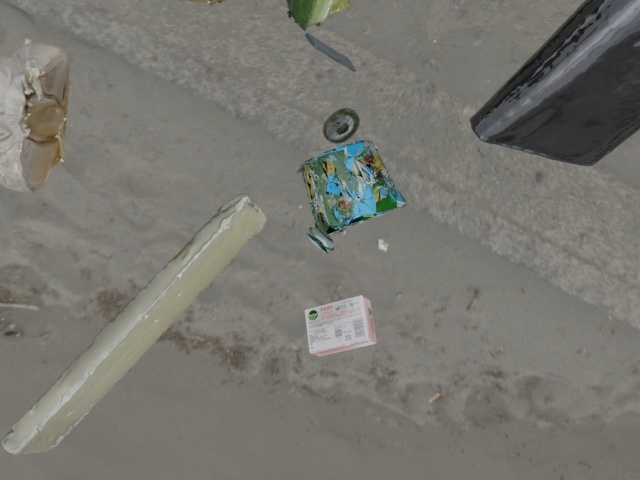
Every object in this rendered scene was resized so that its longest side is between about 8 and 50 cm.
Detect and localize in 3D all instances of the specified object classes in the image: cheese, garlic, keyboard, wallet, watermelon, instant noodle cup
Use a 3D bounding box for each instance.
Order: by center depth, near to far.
[{"bbox_3d":[-0.214,0.100,0.840,0.034,0.085,0.400,40,83,19],"label":"cheese"},{"bbox_3d":[0.383,-0.229,0.849,0.228,0.062,0.406,7,152,-22],"label":"wallet"},{"bbox_3d":[-0.463,-0.196,1.062,0.142,0.178,0.229,18,87,-4],"label":"garlic"},{"bbox_3d":[0.000,0.000,1.390,0.067,0.121,0.026,42,102,-1],"label":"cheese"},{"bbox_3d":[0.066,-0.121,1.624,0.240,0.240,0.178,-20,89,14],"label":"instant noodle cup"},{"bbox_3d":[0.054,-0.290,1.772,0.078,0.078,0.110,49,126,-6],"label":"watermelon"},{"bbox_3d":[0.028,-0.485,1.818,0.014,0.176,0.055,-46,56,22],"label":"keyboard"}]

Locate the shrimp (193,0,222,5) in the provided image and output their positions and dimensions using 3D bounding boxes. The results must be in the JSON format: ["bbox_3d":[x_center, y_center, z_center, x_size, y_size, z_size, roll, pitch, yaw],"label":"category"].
[{"bbox_3d":[-0.167,-0.424,1.149,0.145,0.267,0.061,-7,101,6],"label":"shrimp"}]

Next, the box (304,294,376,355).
[{"bbox_3d":[0.037,0.163,1.331,0.125,0.043,0.089,-15,66,21],"label":"box"}]

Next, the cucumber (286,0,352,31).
[{"bbox_3d":[0.026,-0.450,0.973,0.105,0.145,0.325,45,147,8],"label":"cucumber"}]
